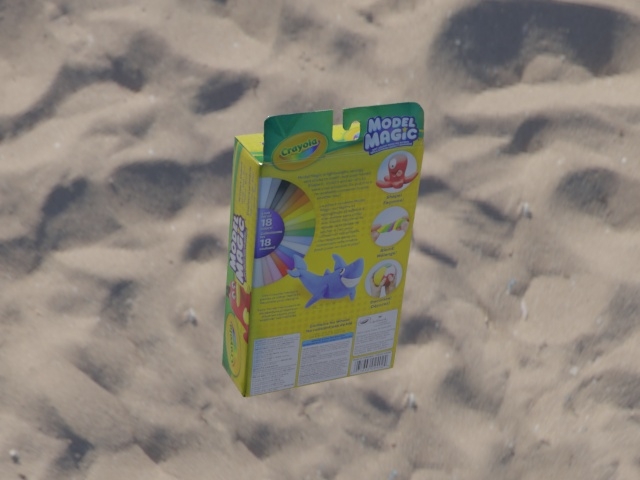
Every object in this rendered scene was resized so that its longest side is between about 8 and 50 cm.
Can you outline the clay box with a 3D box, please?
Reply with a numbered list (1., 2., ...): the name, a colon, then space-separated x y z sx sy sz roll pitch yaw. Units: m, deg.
1. clay box: 0.000 0.000 0.864 0.127 0.222 0.053 -8 30 -25
